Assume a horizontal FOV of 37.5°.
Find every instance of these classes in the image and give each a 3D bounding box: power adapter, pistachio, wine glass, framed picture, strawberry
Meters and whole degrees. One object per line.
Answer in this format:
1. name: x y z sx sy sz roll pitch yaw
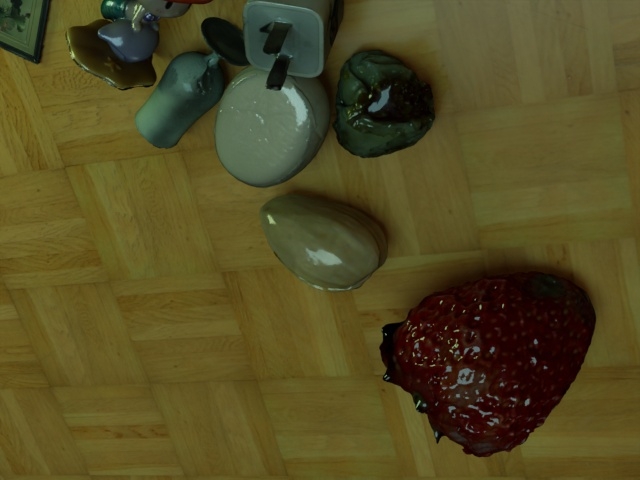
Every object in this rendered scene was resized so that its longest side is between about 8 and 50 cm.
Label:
1. power adapter: -0.047 -0.312 1.392 0.125 0.205 0.130 11 142 8
2. pistachio: 0.000 0.000 1.610 0.229 0.157 0.157 25 123 10
3. wine glass: -0.214 -0.254 1.561 0.103 0.103 0.231 42 125 -7
4. framed picture: -0.557 -0.428 1.631 0.199 0.010 0.195 25 123 4
5. strawberry: 0.281 0.198 1.549 0.310 0.292 0.292 -31 105 37

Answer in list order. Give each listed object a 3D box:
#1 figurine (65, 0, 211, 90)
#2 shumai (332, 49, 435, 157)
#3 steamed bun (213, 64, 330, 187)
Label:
1. figurine: -0.279 -0.385 1.463 0.181 0.208 0.257 17 132 -35
2. shumai: 0.090 -0.191 1.471 0.184 0.142 0.184 7 117 14
3. steamed bun: -0.074 -0.194 1.530 0.177 0.131 0.228 34 126 4
